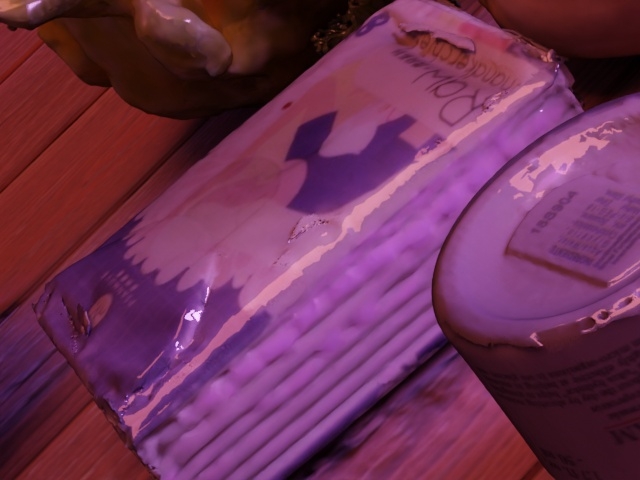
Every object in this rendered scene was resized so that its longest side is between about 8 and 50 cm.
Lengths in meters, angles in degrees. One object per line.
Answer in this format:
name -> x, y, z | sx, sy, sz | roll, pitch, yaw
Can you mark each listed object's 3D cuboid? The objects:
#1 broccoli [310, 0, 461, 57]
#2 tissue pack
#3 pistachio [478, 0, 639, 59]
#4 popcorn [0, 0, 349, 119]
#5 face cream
broccoli -> 0.046, -0.166, 1.482 | 0.097, 0.092, 0.095 | 23, 77, 41
tissue pack -> 0.000, 0.000, 1.242 | 0.344, 0.125, 0.242 | -39, 26, -5
pistachio -> 0.219, -0.218, 1.257 | 0.299, 0.187, 0.187 | -15, 35, 28
popcorn -> -0.100, -0.236, 1.566 | 0.274, 0.279, 0.335 | 38, 81, 22
face cream -> 0.161, 0.036, 0.951 | 0.177, 0.153, 0.177 | -30, 29, 19
